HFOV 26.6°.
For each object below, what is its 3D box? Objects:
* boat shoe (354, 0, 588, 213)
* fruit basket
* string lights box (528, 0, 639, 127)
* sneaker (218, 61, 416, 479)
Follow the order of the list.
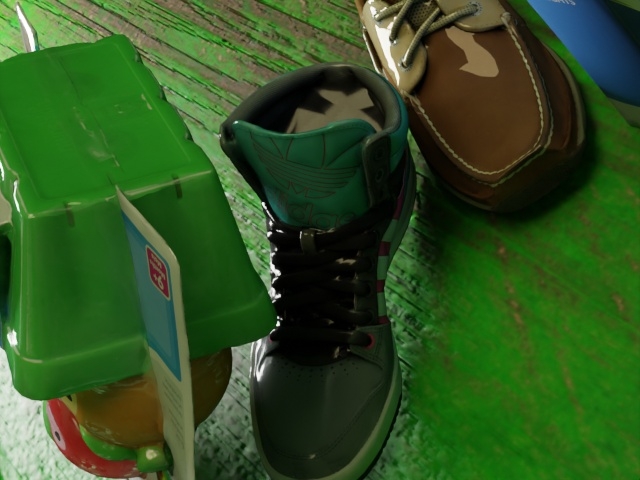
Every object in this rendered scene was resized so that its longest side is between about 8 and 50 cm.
[{"bbox_3d":[0.080,-0.151,0.965,0.123,0.120,0.324,-38,42,15],"label":"boat shoe"},{"bbox_3d":[-0.144,0.067,0.871,0.166,0.353,0.327,-10,37,-21],"label":"fruit basket"},{"bbox_3d":[0.182,-0.183,0.789,0.077,0.260,0.133,24,79,49],"label":"string lights box"},{"bbox_3d":[0.000,0.000,0.868,0.124,0.178,0.295,-2,57,15],"label":"sneaker"}]
